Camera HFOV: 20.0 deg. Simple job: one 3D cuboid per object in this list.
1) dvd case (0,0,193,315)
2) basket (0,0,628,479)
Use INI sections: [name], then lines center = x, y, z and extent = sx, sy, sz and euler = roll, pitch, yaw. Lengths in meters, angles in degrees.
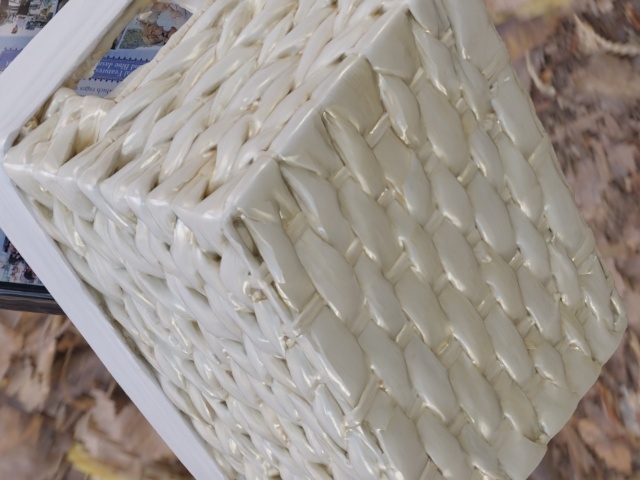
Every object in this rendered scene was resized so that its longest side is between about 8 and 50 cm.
[dvd case]
center = -0.148, -0.078, 0.955
extent = 0.180, 0.253, 0.022
euler = 6, 150, 12
[basket]
center = 0.000, 0.000, 0.507
extent = 0.113, 0.103, 0.167
euler = -51, 132, -22
